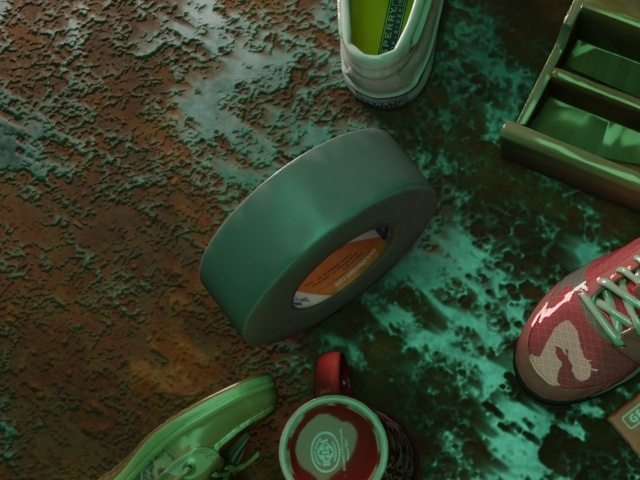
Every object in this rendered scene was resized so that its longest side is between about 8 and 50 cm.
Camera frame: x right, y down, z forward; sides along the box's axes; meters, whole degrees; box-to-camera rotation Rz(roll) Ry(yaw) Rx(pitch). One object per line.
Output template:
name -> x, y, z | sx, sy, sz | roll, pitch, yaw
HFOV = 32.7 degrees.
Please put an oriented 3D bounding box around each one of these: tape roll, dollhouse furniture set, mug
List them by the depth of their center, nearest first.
dollhouse furniture set -> 0.276, -0.214, 0.906 | 0.362, 0.394, 0.256 | 24, 80, 15
mug -> 0.012, 0.179, 0.959 | 0.113, 0.169, 0.150 | -40, 72, -2
tape roll -> 0.000, 0.000, 0.985 | 0.219, 0.219, 0.072 | -37, 71, -2

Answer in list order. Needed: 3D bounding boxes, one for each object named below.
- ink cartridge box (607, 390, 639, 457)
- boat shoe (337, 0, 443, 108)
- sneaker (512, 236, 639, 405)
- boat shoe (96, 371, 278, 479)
ink cartridge box -> 0.435, 0.165, 0.949 | 0.275, 0.060, 0.239 | -38, 73, -2
boat shoe -> 0.070, -0.330, 1.100 | 0.136, 0.156, 0.367 | 7, 76, 12
sneaker -> 0.301, 0.028, 0.969 | 0.314, 0.136, 0.116 | -34, 71, -1
boat shoe -> -0.141, 0.231, 1.014 | 0.285, 0.104, 0.089 | -40, 76, 8
